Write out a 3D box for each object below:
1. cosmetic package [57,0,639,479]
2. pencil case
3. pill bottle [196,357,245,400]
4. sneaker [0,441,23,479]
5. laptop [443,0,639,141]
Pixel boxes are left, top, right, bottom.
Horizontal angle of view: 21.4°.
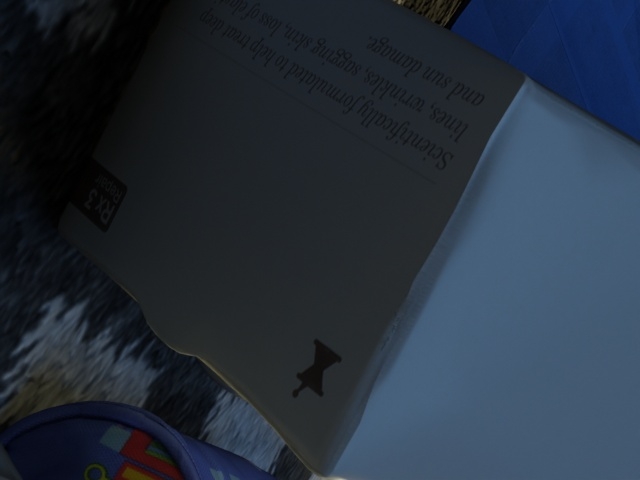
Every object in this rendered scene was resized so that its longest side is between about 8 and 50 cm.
[{"bbox_3d":[0.107,0.029,0.730,0.385,0.217,0.156,25,98,-43],"label":"cosmetic package"},{"bbox_3d":[-0.074,0.167,0.851,0.306,0.119,0.133,51,48,-69],"label":"pencil case"},{"bbox_3d":[0.000,0.000,0.842,0.087,0.087,0.160,-23,139,-60],"label":"pill bottle"},{"bbox_3d":[-0.174,0.036,0.464,0.105,0.115,0.281,-35,140,-4],"label":"sneaker"},{"bbox_3d":[0.298,-0.071,0.979,0.236,0.408,0.382,-98,165,-59],"label":"laptop"}]
